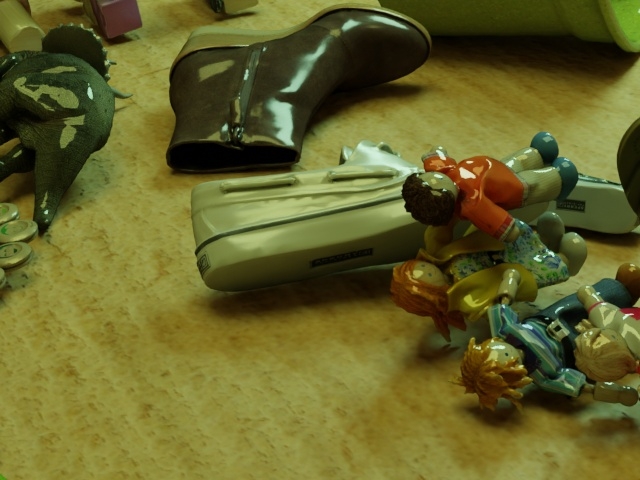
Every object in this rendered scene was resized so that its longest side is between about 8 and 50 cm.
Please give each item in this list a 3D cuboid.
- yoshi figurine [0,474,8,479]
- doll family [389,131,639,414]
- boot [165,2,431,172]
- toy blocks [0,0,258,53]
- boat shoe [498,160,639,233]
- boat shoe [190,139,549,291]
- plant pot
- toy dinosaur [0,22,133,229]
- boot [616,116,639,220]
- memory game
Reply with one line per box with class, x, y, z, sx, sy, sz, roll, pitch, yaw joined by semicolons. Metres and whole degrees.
yoshi figurine;-0.293;0.137;0.829;0.362;0.203;0.203;27;51;0
doll family;0.143;0.045;1.085;0.163;0.118;0.263;-16;46;-36
boot;-0.017;-0.129;1.493;0.248;0.090;0.207;-2;38;1
toy blocks;-0.260;-0.387;1.783;0.309;0.289;0.260;-18;35;-19
boat shoe;0.192;-0.033;1.283;0.142;0.049;0.040;15;13;31
boat shoe;0.035;-0.030;1.217;0.267;0.096;0.088;-12;70;-3
plant pot;0.182;-0.311;1.637;0.253;0.276;0.276;-5;24;24
toy dinosaur;-0.244;-0.116;1.429;0.160;0.121;0.313;-22;24;-5
boot;0.302;-0.051;1.161;0.236;0.089;0.269;35;23;-10
memory game;-0.311;0.014;1.271;0.186;0.012;0.186;-9;29;5
